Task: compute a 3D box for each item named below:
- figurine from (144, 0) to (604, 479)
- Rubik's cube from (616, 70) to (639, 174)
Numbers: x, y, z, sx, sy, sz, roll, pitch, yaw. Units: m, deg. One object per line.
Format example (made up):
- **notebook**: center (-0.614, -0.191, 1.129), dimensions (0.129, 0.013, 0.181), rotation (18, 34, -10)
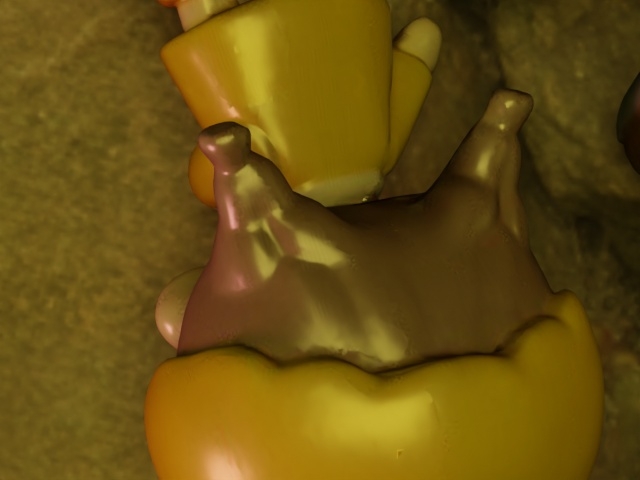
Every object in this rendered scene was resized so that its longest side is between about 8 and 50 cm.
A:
- **figurine**: center (0.000, 0.000, 0.823), dimensions (0.215, 0.187, 0.344), rotation (-17, 78, -15)
- **Rubik's cube**: center (0.370, -0.091, 0.747), dimensions (0.352, 0.347, 0.351), rotation (40, 85, 3)
